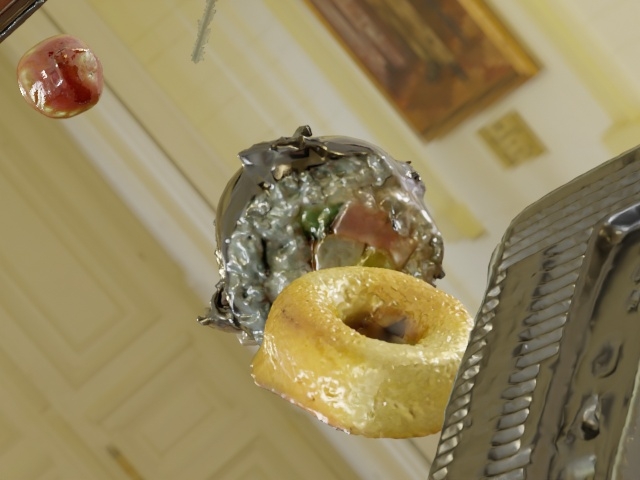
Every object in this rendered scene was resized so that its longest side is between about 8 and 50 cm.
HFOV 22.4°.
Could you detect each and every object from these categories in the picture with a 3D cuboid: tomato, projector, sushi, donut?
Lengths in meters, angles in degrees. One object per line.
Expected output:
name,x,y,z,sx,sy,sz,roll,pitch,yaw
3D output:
tomato,-0.255,-0.163,1.605,0.075,0.087,0.087,-14,23,48
projector,0.268,0.195,0.988,0.242,0.405,0.395,-30,34,55
sushi,0.000,-0.001,1.570,0.238,0.225,0.219,-1,10,3
donut,0.039,0.079,1.258,0.174,0.074,0.190,-6,24,-26

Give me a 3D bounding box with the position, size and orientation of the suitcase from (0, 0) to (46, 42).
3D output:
suitcase,-0.258,-0.219,0.964,0.297,0.236,0.161,-38,14,19

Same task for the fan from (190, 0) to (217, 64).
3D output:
fan,-0.072,-0.326,1.563,0.009,0.191,0.329,35,109,52
